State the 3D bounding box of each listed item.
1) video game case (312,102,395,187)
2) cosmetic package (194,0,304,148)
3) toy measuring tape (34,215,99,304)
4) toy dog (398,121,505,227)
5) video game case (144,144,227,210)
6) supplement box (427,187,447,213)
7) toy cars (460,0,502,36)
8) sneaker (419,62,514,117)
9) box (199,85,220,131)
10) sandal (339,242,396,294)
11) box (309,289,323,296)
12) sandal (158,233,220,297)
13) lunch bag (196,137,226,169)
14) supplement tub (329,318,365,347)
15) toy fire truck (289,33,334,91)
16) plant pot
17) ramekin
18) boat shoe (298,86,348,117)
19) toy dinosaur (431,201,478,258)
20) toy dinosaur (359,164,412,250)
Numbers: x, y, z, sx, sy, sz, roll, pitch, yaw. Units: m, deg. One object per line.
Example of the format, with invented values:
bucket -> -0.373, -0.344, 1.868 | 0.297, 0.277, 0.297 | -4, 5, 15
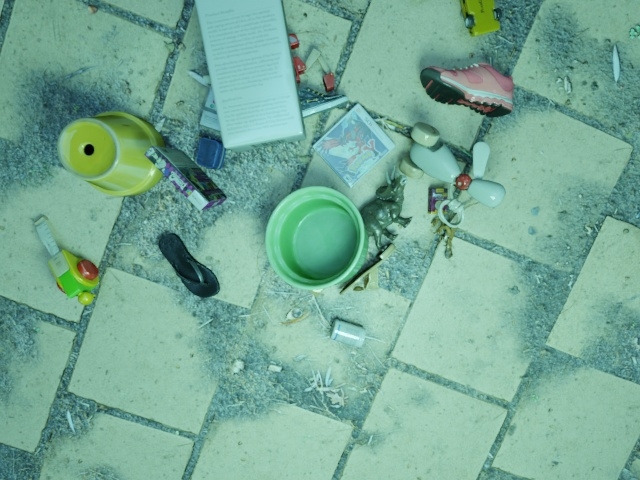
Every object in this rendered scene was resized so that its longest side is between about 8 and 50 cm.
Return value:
video game case -> 0.108, -0.301, 1.293 | 0.201, 0.023, 0.183 | -43, 97, 4
cosmetic package -> -0.191, -0.500, 1.144 | 0.230, 0.161, 0.453 | -9, 98, 3
toy measuring tape -> -0.799, 0.067, 1.291 | 0.121, 0.121, 0.330 | -37, 75, 3
toy dog -> 0.399, -0.225, 1.225 | 0.333, 0.220, 0.161 | 50, 49, 2
video game case -> -0.383, -0.184, 1.188 | 0.042, 0.232, 0.210 | -43, 97, 6
supplement box -> 0.382, -0.128, 1.315 | 0.055, 0.043, 0.083 | -1, 97, -1
toy cars -> 0.382, -0.760, 1.214 | 0.394, 0.087, 0.176 | 34, 90, -3
sneaker -> 0.456, -0.490, 1.251 | 0.314, 0.116, 0.136 | 15, 87, -11
box -> -0.277, -0.425, 1.256 | 0.145, 0.038, 0.186 | 19, 95, -4
sandal -> 0.174, 0.118, 1.319 | 0.240, 0.088, 0.079 | -44, 91, -1
box -> -0.005, 0.063, 1.339 | 0.164, 0.021, 0.201 | 43, 95, -6
sandal -> -0.434, 0.092, 1.311 | 0.097, 0.054, 0.254 | -41, 97, 4
lunch bag -> -0.337, -0.274, 1.261 | 0.067, 0.065, 0.098 | 18, 98, 11
supplement tub -> 0.090, 0.310, 1.351 | 0.107, 0.071, 0.071 | 19, 97, -4
toy fire truck -> -0.042, -0.546, 1.243 | 0.135, 0.047, 0.192 | -17, 97, 0
plant pot -> -0.610, -0.254, 1.167 | 0.254, 0.239, 0.254 | 0, 97, -1
ramekin -> 0.000, 0.000, 1.219 | 0.303, 0.148, 0.303 | -3, 80, 19
boat shoe -> -0.009, -0.439, 1.249 | 0.183, 0.065, 0.083 | -18, 99, 1
toy dinosaur -> 0.430, -0.047, 1.328 | 0.112, 0.064, 0.211 | 10, 107, -21
toy dinosaur -> 0.190, -0.069, 1.298 | 0.160, 0.121, 0.313 | 44, 106, 10
